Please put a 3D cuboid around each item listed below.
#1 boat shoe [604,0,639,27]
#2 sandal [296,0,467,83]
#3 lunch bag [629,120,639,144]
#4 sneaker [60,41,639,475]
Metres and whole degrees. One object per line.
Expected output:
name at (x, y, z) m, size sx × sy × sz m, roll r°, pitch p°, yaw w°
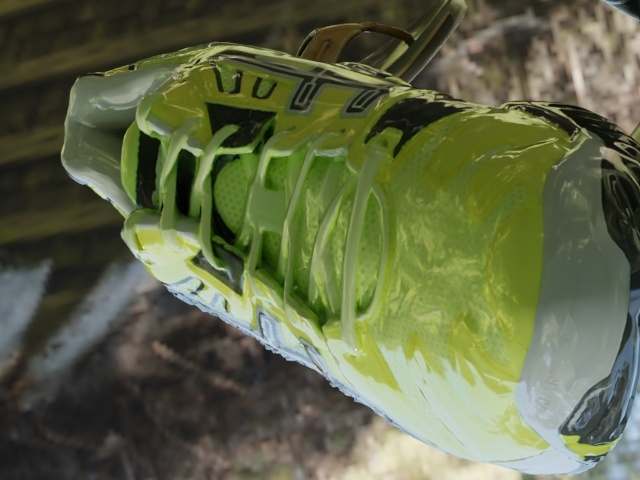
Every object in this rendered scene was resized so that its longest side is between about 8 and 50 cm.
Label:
boat shoe at (0.152, -0.137, 0.842) m, size 0.088 × 0.096 × 0.267 m, roll -15°, pitch -124°, yaw 7°
sandal at (-0.003, -0.084, 1.013) m, size 0.180 × 0.049 × 0.072 m, roll -29°, pitch -163°, yaw 17°
lunch bag at (0.384, -0.053, 1.343) m, size 0.256 × 0.305 × 0.212 m, roll -57°, pitch -170°, yaw 2°
sneaker at (0.000, 0.000, 0.750) m, size 0.147 × 0.145 × 0.385 m, roll 6°, pitch -174°, yaw -22°
